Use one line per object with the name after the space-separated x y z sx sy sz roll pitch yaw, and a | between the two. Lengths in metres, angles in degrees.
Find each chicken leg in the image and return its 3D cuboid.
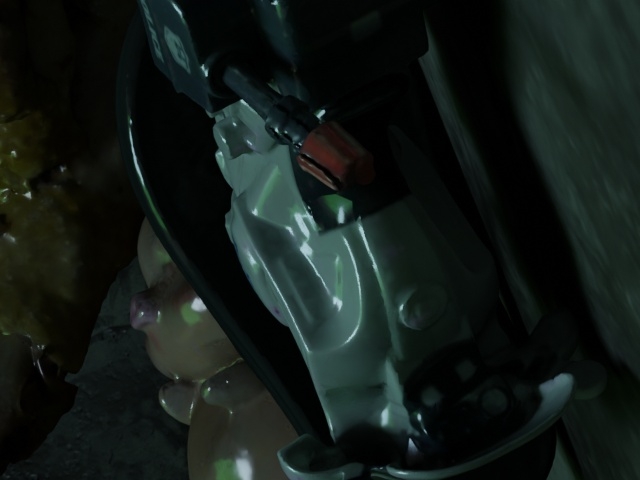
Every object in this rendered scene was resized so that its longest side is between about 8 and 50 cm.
-0.188 -0.055 1.180 0.295 0.182 0.409 52 -131 -61 | chicken leg

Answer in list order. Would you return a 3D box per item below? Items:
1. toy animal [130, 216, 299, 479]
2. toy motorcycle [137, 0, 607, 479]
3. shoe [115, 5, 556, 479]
-0.028 0.064 1.147 0.166 0.154 0.250 -30 70 49 | toy animal
0.011 -0.012 0.551 0.150 0.102 0.221 49 160 48 | toy motorcycle
0.000 0.000 0.707 0.241 0.108 0.093 63 173 -15 | shoe
